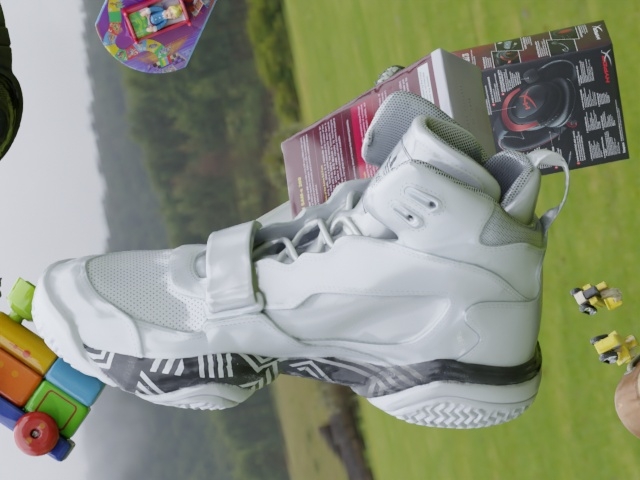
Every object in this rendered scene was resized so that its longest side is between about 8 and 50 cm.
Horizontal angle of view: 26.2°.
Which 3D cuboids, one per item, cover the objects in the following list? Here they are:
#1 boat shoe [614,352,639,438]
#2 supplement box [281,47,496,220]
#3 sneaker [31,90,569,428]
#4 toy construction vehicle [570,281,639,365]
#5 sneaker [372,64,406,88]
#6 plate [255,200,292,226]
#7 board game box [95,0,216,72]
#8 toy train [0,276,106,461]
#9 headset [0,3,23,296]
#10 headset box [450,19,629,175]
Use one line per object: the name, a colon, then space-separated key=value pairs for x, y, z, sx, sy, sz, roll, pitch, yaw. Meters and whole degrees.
boat shoe: x=0.346 y=0.127 z=1.213 sx=0.324 sy=0.120 sz=0.123 roll=15 pitch=-124 yaw=-58
supplement box: x=0.069 y=-0.089 z=1.468 sx=0.073 sy=0.239 sz=0.130 roll=18 pitch=-124 yaw=-43
sneaker: x=-0.008 y=0.004 z=0.944 sx=0.137 sy=0.365 sz=0.210 roll=-94 pitch=13 yaw=-61
toy construction vehicle: x=0.286 y=0.081 z=1.347 sx=0.098 sy=0.035 sz=0.086 roll=20 pitch=-140 yaw=-56
sneaker: x=0.109 y=-0.166 z=2.003 sx=0.078 sy=0.106 sz=0.234 roll=106 pitch=-173 yaw=-45
plate: x=0.000 y=0.000 z=1.945 sx=0.278 sy=0.277 sz=0.045 roll=31 pitch=145 yaw=50
board game box: x=-0.207 y=-0.293 z=1.761 sx=0.169 sy=0.133 sz=0.033 roll=-63 pitch=24 yaw=14
toy train: x=-0.317 y=0.094 z=1.332 sx=0.248 sy=0.143 sz=0.105 roll=34 pitch=171 yaw=-1
headset: x=-0.418 y=-0.124 z=1.483 sx=0.185 sy=0.243 sz=0.394 roll=-2 pitch=-92 yaw=-61
headset box: x=0.351 y=-0.223 z=2.296 sx=0.110 sy=0.293 sz=0.218 roll=-86 pitch=-18 yaw=-59
